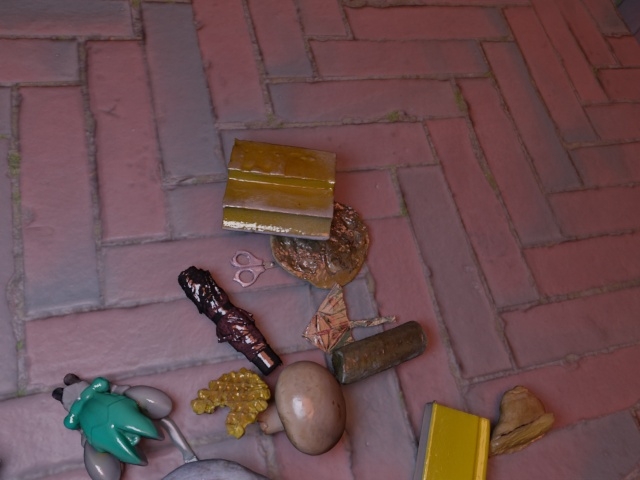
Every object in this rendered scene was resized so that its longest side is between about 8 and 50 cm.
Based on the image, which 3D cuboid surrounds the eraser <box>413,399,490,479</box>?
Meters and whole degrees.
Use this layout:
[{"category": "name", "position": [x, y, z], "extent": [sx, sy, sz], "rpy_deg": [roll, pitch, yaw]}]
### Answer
[{"category": "eraser", "position": [0.311, 0.516, 1.139], "extent": [0.157, 0.069, 0.226], "rpy_deg": [20, 64, -6]}]

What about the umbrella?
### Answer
[{"category": "umbrella", "position": [-0.213, 0.188, 1.139], "extent": [0.090, 0.094, 0.326], "rpy_deg": [-45, 81, 1]}]

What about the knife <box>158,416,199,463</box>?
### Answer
[{"category": "knife", "position": [-0.284, 0.467, 1.041], "extent": [0.028, 0.015, 0.210], "rpy_deg": [-33, 79, -31]}]

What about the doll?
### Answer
[{"category": "doll", "position": [-0.418, 0.360, 0.997], "extent": [0.194, 0.153, 0.258], "rpy_deg": [-35, 61, -6]}]

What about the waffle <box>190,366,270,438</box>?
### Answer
[{"category": "waffle", "position": [-0.189, 0.348, 1.038], "extent": [0.149, 0.194, 0.051], "rpy_deg": [-40, 121, -21]}]

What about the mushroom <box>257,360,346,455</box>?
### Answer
[{"category": "mushroom", "position": [-0.047, 0.372, 1.060], "extent": [0.204, 0.204, 0.205], "rpy_deg": [5, 66, -12]}]

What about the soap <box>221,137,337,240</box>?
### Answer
[{"category": "soap", "position": [-0.103, -0.131, 1.248], "extent": [0.280, 0.143, 0.260], "rpy_deg": [6, 51, -5]}]

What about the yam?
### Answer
[{"category": "yam", "position": [0.141, 0.272, 1.170], "extent": [0.259, 0.093, 0.093], "rpy_deg": [-13, 70, -29]}]

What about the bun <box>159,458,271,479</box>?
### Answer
[{"category": "bun", "position": [-0.201, 0.600, 0.881], "extent": [0.361, 0.211, 0.362], "rpy_deg": [2, 52, -3]}]

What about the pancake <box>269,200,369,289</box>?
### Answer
[{"category": "pancake", "position": [0.000, 0.000, 1.296], "extent": [0.282, 0.049, 0.283], "rpy_deg": [7, 64, -15]}]

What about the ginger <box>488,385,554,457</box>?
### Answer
[{"category": "ginger", "position": [0.475, 0.450, 1.206], "extent": [0.193, 0.115, 0.123], "rpy_deg": [-22, 52, -14]}]

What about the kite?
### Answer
[{"category": "kite", "position": [0.073, 0.214, 1.228], "extent": [0.249, 0.012, 0.230], "rpy_deg": [-8, 79, -14]}]

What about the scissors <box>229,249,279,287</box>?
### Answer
[{"category": "scissors", "position": [-0.139, 0.064, 1.256], "extent": [0.188, 0.015, 0.100], "rpy_deg": [-7, 70, -19]}]
